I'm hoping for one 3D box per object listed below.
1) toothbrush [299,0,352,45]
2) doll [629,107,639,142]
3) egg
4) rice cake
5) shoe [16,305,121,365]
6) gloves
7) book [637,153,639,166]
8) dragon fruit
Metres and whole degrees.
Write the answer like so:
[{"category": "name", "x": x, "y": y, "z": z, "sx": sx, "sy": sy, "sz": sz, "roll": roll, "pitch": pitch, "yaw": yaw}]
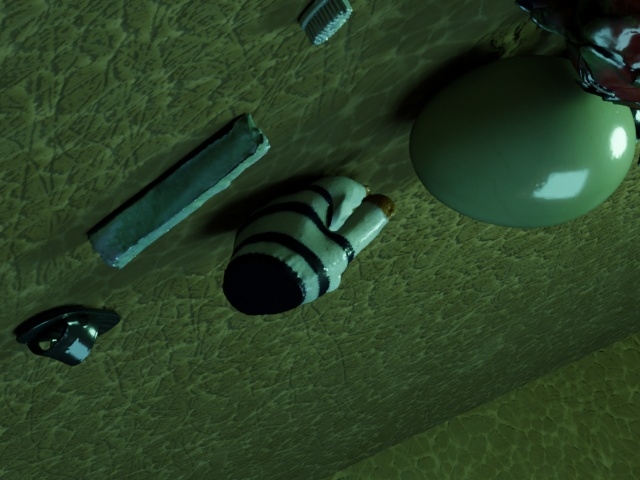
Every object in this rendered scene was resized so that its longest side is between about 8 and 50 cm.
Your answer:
[{"category": "toothbrush", "x": 0.081, "y": -0.262, "z": 1.326, "sx": 0.025, "sy": 0.029, "sz": 0.307, "roll": -1, "pitch": 146, "yaw": -47}, {"category": "doll", "x": 0.322, "y": -0.148, "z": 1.897, "sx": 0.314, "sy": 0.141, "sz": 0.177, "roll": -48, "pitch": -178, "yaw": 32}, {"category": "egg", "x": 0.216, "y": -0.104, "z": 1.745, "sx": 0.241, "sy": 0.186, "sz": 0.186, "roll": -8, "pitch": 161, "yaw": -5}, {"category": "rice cake", "x": -0.134, "y": -0.045, "z": 1.566, "sx": 0.211, "sy": 0.043, "sz": 0.034, "roll": -36, "pitch": 171, "yaw": 17}, {"category": "shoe", "x": -0.263, "y": 0.107, "z": 1.776, "sx": 0.062, "sy": 0.053, "sz": 0.159, "roll": -34, "pitch": 167, "yaw": 22}, {"category": "gloves", "x": -0.014, "y": -0.007, "z": 1.796, "sx": 0.140, "sy": 0.131, "sz": 0.219, "roll": -50, "pitch": -174, "yaw": 45}, {"category": "book", "x": 0.440, "y": -0.220, "z": 1.891, "sx": 0.269, "sy": 0.025, "sz": 0.191, "roll": 113, "pitch": -6, "yaw": -64}, {"category": "dragon fruit", "x": 0.321, "y": -0.225, "z": 1.618, "sx": 0.274, "sy": 0.193, "sz": 0.192, "roll": -19, "pitch": -174, "yaw": -35}]
